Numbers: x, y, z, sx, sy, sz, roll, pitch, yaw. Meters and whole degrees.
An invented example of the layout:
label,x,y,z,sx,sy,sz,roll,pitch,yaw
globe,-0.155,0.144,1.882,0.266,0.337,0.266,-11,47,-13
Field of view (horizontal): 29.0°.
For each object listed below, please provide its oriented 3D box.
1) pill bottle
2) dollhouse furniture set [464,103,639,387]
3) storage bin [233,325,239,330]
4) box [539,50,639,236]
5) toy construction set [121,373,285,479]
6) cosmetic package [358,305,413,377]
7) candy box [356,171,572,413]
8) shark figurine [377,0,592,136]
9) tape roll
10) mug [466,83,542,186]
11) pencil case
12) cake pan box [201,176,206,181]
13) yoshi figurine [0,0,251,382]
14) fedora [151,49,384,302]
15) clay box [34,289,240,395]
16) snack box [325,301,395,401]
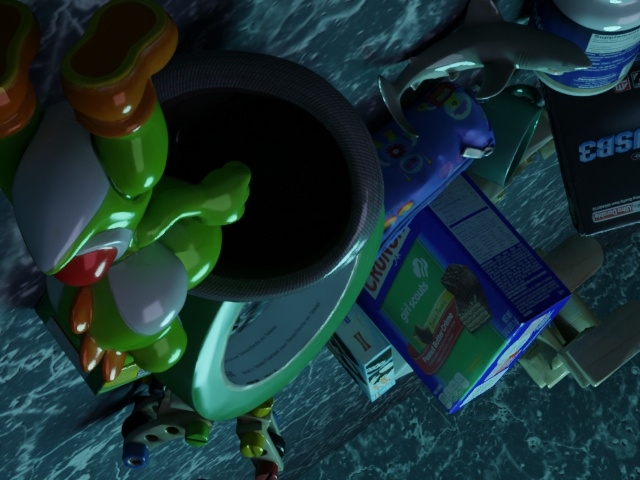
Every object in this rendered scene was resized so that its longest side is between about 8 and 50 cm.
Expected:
label,x,y,z,sx,sy,sz,roll,pitch,yaw
pill bottle,0.354,-0.308,1.578,0.153,0.153,0.265,-36,163,-13
dollhouse furniture set,0.382,0.019,2.028,0.256,0.394,0.362,-38,175,-7
storage bin,-0.177,0.106,1.572,0.098,0.091,0.135,-35,179,-18
box,0.479,-0.183,1.776,0.295,0.293,0.073,-14,-169,4
toy construction set,-0.141,0.222,1.838,0.309,0.257,0.237,-52,164,-45
cosmetic package,0.168,0.150,2.375,0.184,0.151,0.151,-50,162,30
candy box,0.182,0.055,1.862,0.122,0.317,0.268,-24,156,-36
shark figurine,0.173,-0.242,1.514,0.278,0.166,0.116,-17,132,-14
tape roll,-0.057,0.053,1.395,0.321,0.077,0.321,-43,155,-25
mug,0.259,-0.162,1.831,0.158,0.097,0.129,-44,157,-59
pencil case,0.101,-0.079,1.621,0.306,0.133,0.119,-42,142,-14
cake pan box,-0.101,-0.061,1.384,0.267,0.070,0.245,-46,165,20
yoshi figurine,-0.166,-0.047,1.005,0.203,0.203,0.362,-31,143,-19
fedora,-0.071,-0.070,1.180,0.275,0.244,0.124,-1,-161,12
clay box,-0.205,0.087,1.436,0.222,0.127,0.053,-17,153,-51
snack box,0.043,0.154,2.049,0.060,0.187,0.322,-38,163,-7
